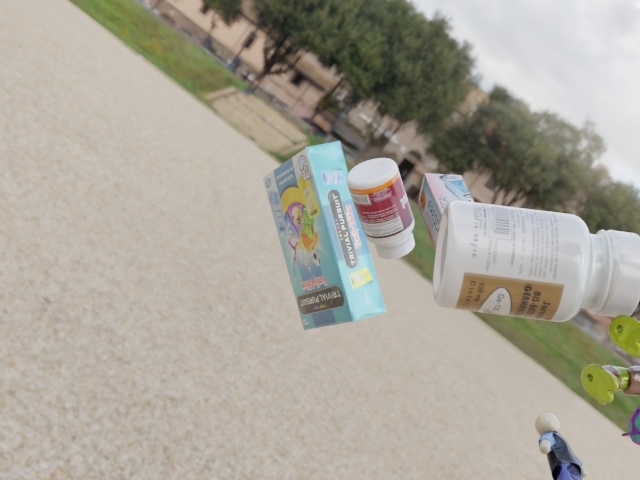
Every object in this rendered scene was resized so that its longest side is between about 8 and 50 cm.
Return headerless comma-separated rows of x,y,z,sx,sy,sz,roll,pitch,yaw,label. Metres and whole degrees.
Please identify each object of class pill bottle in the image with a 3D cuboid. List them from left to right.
0.102,-0.050,1.430,0.086,0.086,0.152,44,-22,59,pill bottle
0.257,0.029,1.056,0.229,0.131,0.131,7,4,2,pill bottle

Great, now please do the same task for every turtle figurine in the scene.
0.430,0.141,1.047,0.217,0.270,0.087,13,39,-25,turtle figurine

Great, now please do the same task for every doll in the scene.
0.355,0.332,1.296,0.129,0.046,0.189,38,29,-33,doll

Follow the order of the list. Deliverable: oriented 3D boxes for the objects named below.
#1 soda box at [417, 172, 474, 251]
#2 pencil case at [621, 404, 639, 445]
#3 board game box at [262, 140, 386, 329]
0.194,-0.026,1.290,0.062,0.058,0.183,2,36,-11,soda box
0.430,0.249,1.020,0.064,0.070,0.151,23,16,-49,pencil case
0.000,0.000,1.756,0.254,0.079,0.336,-23,-99,66,board game box
